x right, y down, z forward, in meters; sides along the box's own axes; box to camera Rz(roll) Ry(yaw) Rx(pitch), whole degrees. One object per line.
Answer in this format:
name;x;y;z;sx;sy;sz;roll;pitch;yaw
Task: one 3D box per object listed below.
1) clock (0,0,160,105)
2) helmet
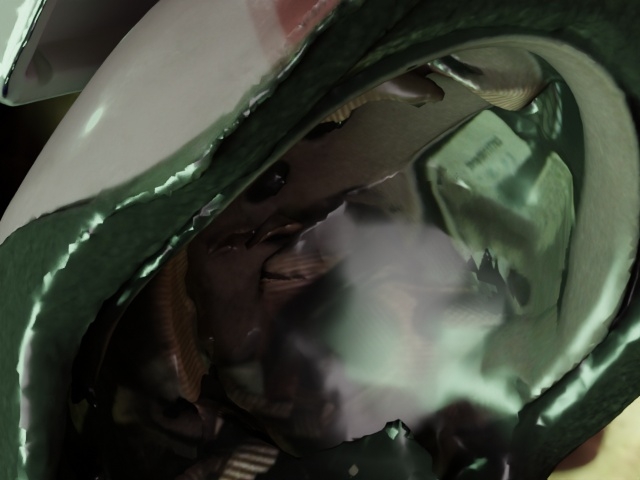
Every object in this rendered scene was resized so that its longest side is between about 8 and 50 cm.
clock;-0.036;-0.142;0.498;0.063;0.150;0.197;35;114;15
helmet;0.000;0.000;0.513;0.154;0.198;0.253;43;111;52
